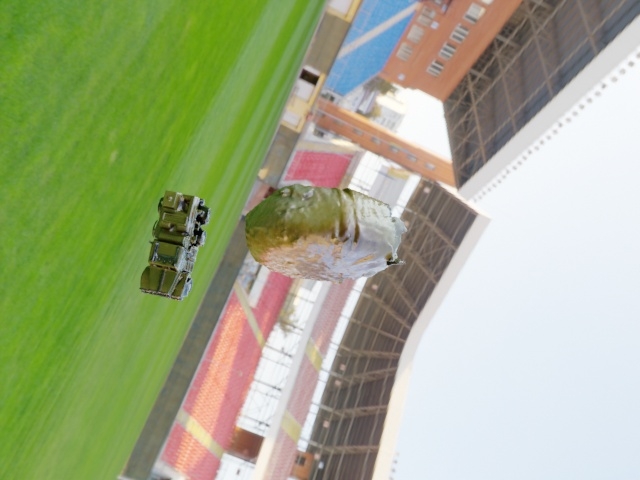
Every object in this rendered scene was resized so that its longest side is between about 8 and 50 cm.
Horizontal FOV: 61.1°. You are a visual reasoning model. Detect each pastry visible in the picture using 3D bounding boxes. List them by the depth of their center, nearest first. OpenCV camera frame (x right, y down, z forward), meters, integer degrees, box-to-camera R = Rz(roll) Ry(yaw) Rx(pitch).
[{"bbox_3d":[0.000,0.000,1.102,0.329,0.329,0.136,129,-34,-64],"label":"pastry"}]

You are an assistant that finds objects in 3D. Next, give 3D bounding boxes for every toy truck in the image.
[{"bbox_3d":[-0.357,0.011,1.310,0.127,0.127,0.257,112,-10,-83],"label":"toy truck"}]
